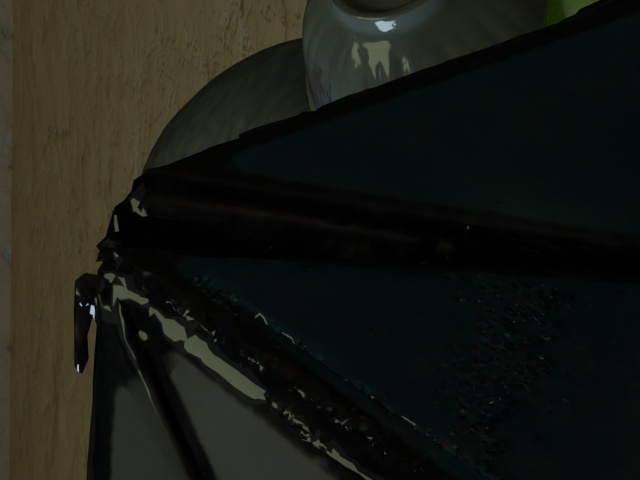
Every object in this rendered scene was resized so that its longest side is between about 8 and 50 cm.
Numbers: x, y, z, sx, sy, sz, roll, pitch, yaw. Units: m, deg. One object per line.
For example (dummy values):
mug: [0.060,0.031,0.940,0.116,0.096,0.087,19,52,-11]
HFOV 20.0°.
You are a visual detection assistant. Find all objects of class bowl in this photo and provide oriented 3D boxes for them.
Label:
bowl: [0.055,-0.131,0.970,0.086,0.189,0.189,42,-157,-51]

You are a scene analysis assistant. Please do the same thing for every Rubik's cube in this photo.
Rubik's cube: [0.116,0.126,0.592,0.307,0.305,0.310,38,133,34]

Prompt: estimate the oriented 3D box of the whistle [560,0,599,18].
whistle: [0.202,-0.145,0.714,0.294,0.141,0.141,-42,53,43]

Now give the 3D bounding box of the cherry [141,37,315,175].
cherry: [0.000,0.000,1.143,0.296,0.218,0.255,-49,44,46]

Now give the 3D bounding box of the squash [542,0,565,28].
squash: [0.146,0.016,0.903,0.101,0.101,0.378,-140,52,-63]
